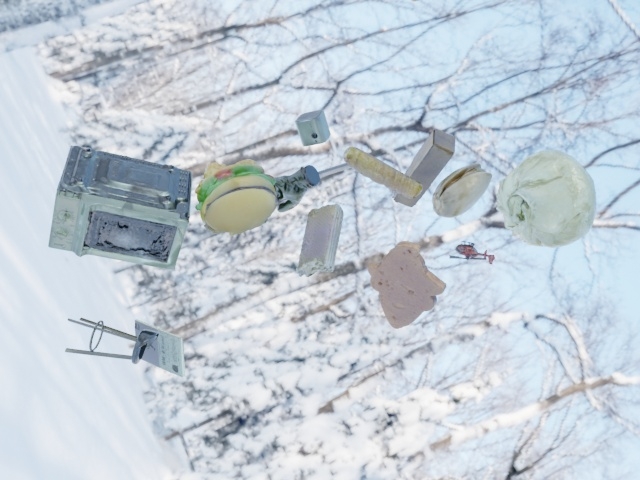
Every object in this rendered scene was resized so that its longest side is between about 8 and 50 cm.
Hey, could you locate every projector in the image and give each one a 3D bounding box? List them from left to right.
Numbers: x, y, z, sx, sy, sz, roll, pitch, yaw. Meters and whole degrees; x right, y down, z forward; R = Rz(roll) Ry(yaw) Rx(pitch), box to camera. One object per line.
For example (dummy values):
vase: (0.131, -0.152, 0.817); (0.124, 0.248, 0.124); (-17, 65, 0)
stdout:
projector: (-0.023, -0.345, 2.076); (0.083, 0.083, 0.082); (-62, 139, -53)

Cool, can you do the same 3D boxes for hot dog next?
hot dog: (0.203, -0.217, 2.219); (0.289, 0.068, 0.083); (28, -18, -13)

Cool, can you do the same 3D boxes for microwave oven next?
microwave oven: (-0.560, -0.105, 1.931); (0.286, 0.355, 0.218); (-98, -154, -48)

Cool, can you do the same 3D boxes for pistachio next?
pistachio: (0.459, -0.161, 2.217); (0.144, 0.215, 0.144); (53, 2, -3)

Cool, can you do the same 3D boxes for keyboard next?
keyboard: (0.072, -0.269, 2.527); (0.055, 0.176, 0.014); (41, 34, -75)

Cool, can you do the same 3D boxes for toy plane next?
toy plane: (0.496, 0.042, 2.210); (0.145, 0.060, 0.037); (11, -29, 16)

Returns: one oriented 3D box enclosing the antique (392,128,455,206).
antique: (0.365, -0.251, 2.415); (0.310, 0.087, 0.093); (122, -15, -45)

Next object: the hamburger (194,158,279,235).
hamburger: (-0.237, -0.133, 1.888); (0.237, 0.237, 0.148); (91, -20, -57)

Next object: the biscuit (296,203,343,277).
biscuit: (0.000, 0.000, 2.018); (0.062, 0.108, 0.238); (48, 42, -41)

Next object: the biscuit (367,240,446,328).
biscuit: (0.191, 0.104, 1.530); (0.183, 0.043, 0.280); (22, -39, 21)

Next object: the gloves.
gloves: (-0.113, -0.148, 2.139); (0.135, 0.268, 0.107); (23, 40, -42)

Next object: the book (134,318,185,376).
book: (-0.446, 0.298, 1.877); (0.182, 0.014, 0.127); (15, -64, 30)

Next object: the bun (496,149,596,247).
bun: (0.543, -0.086, 1.664); (0.259, 0.160, 0.259); (39, -32, 30)

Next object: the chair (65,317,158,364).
chair: (-0.530, 0.257, 1.721); (0.104, 0.222, 0.095); (113, -13, -88)
